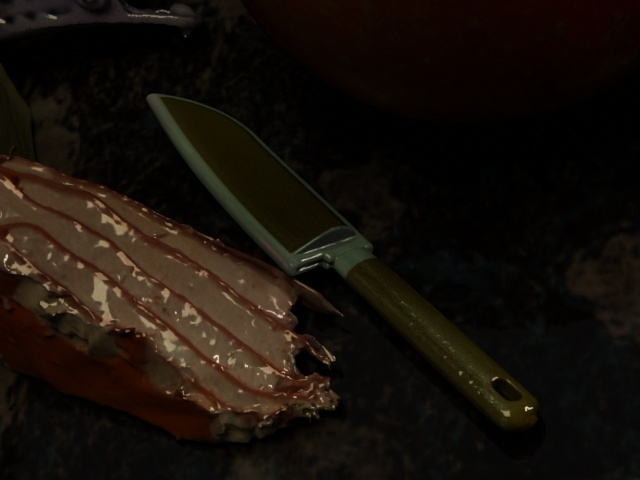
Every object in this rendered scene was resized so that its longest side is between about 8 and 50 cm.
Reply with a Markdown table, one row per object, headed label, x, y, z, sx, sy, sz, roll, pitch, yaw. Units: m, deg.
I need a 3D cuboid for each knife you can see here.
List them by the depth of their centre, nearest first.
| label | x | y | z | sx | sy | sz | roll | pitch | yaw |
| --- | --- | --- | --- | --- | --- | --- | --- | --- | --- |
| knife | -0.001 | 0.000 | 0.843 | 0.061 | 0.027 | 0.343 | -17 | 46 | -35 |

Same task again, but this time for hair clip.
| label | x | y | z | sx | sy | sz | roll | pitch | yaw |
| --- | --- | --- | --- | --- | --- | --- | --- | --- | --- |
| hair clip | -0.223 | -0.162 | 0.988 | 0.278 | 0.137 | 0.090 | -10 | 99 | 2 |

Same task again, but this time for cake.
| label | x | y | z | sx | sy | sz | roll | pitch | yaw |
| --- | --- | --- | --- | --- | --- | --- | --- | --- | --- |
| cake | -0.120 | 0.033 | 0.828 | 0.287 | 0.135 | 0.098 | 15 | 48 | 14 |

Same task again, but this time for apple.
| label | x | y | z | sx | sy | sz | roll | pitch | yaw |
| --- | --- | --- | --- | --- | --- | --- | --- | --- | --- |
| apple | 0.081 | -0.246 | 0.837 | 0.348 | 0.277 | 0.348 | -8 | 56 | 12 |

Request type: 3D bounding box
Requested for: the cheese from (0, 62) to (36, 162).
| label | x | y | z | sx | sy | sz | roll | pitch | yaw |
| --- | --- | --- | --- | --- | --- | --- | --- | --- | --- |
| cheese | -0.342 | -0.078 | 0.881 | 0.266 | 0.242 | 0.124 | -19 | 45 | 5 |
